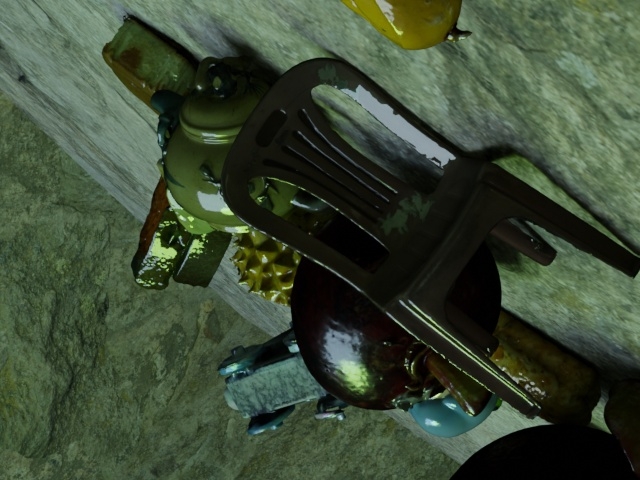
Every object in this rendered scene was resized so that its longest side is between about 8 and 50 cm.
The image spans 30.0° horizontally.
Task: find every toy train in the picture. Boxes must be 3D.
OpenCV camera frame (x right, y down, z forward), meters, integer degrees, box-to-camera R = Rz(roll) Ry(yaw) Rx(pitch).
[{"bbox_3d":[0.005,0.150,1.547,0.299,0.202,0.131,-22,94,51],"label":"toy train"}]

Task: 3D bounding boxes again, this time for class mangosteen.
[{"bbox_3d":[0.091,0.085,1.239,0.235,0.235,0.261,47,-178,-44],"label":"mangosteen"},{"bbox_3d":[0.325,0.366,1.347,0.382,0.435,0.382,26,-143,-21],"label":"mangosteen"}]

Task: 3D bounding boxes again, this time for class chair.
[{"bbox_3d":[0.081,-0.017,1.051,0.326,0.175,0.183,33,-179,-11],"label":"chair"}]

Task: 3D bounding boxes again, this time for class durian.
[{"bbox_3d":[0.001,0.001,1.484,0.341,0.191,0.112,28,135,47],"label":"durian"}]

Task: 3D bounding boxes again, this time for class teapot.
[{"bbox_3d":[-0.081,-0.110,1.298,0.269,0.173,0.182,19,136,36],"label":"teapot"}]

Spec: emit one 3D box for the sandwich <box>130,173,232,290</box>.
[{"bbox_3d":[-0.171,-0.061,1.661,0.109,0.292,0.212,19,-173,-14],"label":"sandwich"}]

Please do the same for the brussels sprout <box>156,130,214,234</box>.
[{"bbox_3d":[-0.120,-0.089,1.462,0.151,0.122,0.149,4,-106,-68],"label":"brussels sprout"}]

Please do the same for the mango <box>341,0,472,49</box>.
[{"bbox_3d":[0.024,-0.188,0.776,0.187,0.066,0.101,40,180,18],"label":"mango"}]

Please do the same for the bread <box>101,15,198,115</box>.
[{"bbox_3d":[-0.205,-0.208,1.502,0.140,0.069,0.128,35,171,23],"label":"bread"}]

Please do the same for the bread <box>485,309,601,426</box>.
[{"bbox_3d":[0.254,0.156,1.505,0.211,0.083,0.114,31,164,30],"label":"bread"}]

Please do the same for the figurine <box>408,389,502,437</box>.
[{"bbox_3d":[0.164,0.165,1.676,0.263,0.162,0.143,60,-175,-30],"label":"figurine"}]
